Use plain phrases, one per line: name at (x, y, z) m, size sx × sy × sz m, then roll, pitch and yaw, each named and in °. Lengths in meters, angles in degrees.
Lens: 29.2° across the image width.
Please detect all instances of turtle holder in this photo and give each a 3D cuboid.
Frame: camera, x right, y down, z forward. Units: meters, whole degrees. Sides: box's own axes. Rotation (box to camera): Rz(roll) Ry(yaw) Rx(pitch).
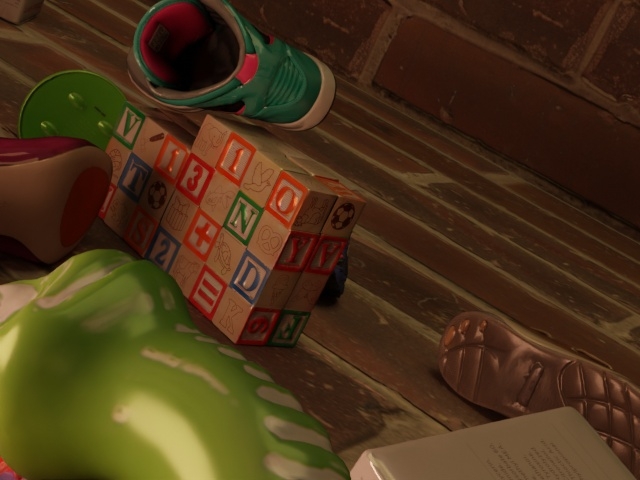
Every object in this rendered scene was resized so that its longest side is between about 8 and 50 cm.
turtle holder at (-0.113, 0.167, 0.298) m, size 0.227 × 0.320 × 0.243 m, roll 14°, pitch 9°, yaw 33°

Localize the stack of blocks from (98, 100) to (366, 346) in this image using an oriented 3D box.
stack of blocks at (-0.109, -0.040, 1.275) m, size 0.087 × 0.171 × 0.297 m, roll 9°, pitch 22°, yaw -48°

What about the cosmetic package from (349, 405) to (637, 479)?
cosmetic package at (0.095, 0.207, 0.695) m, size 0.184 × 0.151 × 0.151 m, roll -2°, pitch 43°, yaw -42°

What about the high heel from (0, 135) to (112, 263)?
high heel at (-0.324, -0.057, 1.087) m, size 0.181 × 0.127 × 0.377 m, roll 22°, pitch 10°, yaw 11°

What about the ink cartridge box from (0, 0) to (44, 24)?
ink cartridge box at (-0.498, -0.484, 2.070) m, size 0.093 × 0.212 × 0.154 m, roll 21°, pitch 16°, yaw -5°

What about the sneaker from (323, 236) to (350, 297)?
sneaker at (0.000, 0.000, 1.479) m, size 0.083 × 0.087 × 0.221 m, roll 22°, pitch 15°, yaw -11°

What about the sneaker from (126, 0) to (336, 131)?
sneaker at (-0.145, -0.195, 1.310) m, size 0.296 × 0.123 × 0.178 m, roll 15°, pitch -5°, yaw 39°

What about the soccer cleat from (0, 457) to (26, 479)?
soccer cleat at (-0.161, 0.136, 0.687) m, size 0.109 × 0.116 × 0.318 m, roll 34°, pitch 17°, yaw 25°

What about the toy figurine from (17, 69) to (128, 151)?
toy figurine at (-0.282, -0.130, 1.456) m, size 0.173 × 0.130 × 0.159 m, roll 44°, pitch -2°, yaw -22°

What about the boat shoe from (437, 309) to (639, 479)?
boat shoe at (0.276, 0.172, 1.294) m, size 0.324 × 0.123 × 0.116 m, roll 37°, pitch 16°, yaw 31°
